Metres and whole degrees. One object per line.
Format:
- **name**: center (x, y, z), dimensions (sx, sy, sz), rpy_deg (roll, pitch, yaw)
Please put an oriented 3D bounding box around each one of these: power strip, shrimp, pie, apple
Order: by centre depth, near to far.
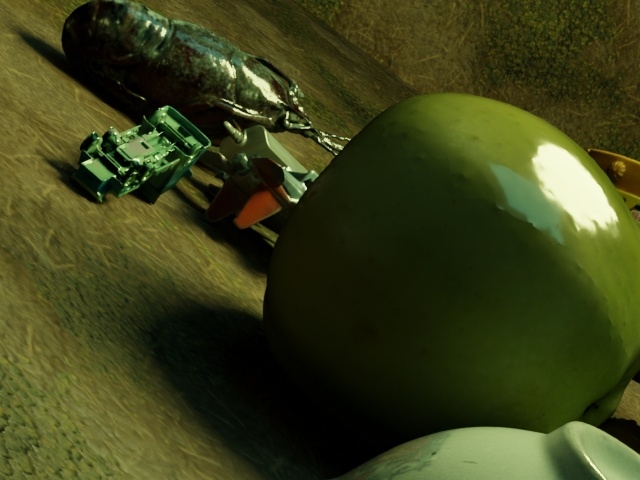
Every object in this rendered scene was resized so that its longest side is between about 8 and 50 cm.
- **apple**: center (0.130, 0.043, 1.718), dimensions (0.357, 0.357, 0.357), rpy_deg (37, 13, -10)
- **power strip**: center (-0.037, -0.061, 2.131), dimensions (0.253, 0.060, 0.027), rpy_deg (43, 37, -45)
- **shrimp**: center (-0.127, -0.179, 2.182), dimensions (0.372, 0.137, 0.172), rpy_deg (31, 32, -28)
- **pie**: center (0.353, 0.262, 2.229), dimensions (0.128, 0.068, 0.282), rpy_deg (41, 17, 10)

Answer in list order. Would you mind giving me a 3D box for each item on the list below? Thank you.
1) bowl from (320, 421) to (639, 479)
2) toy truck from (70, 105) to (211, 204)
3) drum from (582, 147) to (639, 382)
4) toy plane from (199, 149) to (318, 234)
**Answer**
- **bowl**: center (0.198, 0.269, 1.468), dimensions (0.435, 0.196, 0.435), rpy_deg (38, 12, -10)
- **toy truck**: center (-0.184, -0.070, 1.857), dimensions (0.067, 0.081, 0.175), rpy_deg (41, 32, 10)
- **drum**: center (0.431, 0.075, 2.234), dimensions (0.431, 0.214, 0.431), rpy_deg (28, -1, 0)
- **toy plane**: center (0.003, -0.007, 2.062), dimensions (0.223, 0.104, 0.326), rpy_deg (11, -18, 49)
